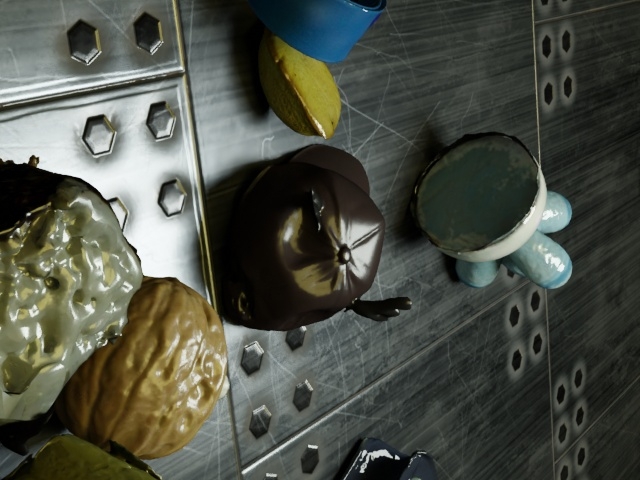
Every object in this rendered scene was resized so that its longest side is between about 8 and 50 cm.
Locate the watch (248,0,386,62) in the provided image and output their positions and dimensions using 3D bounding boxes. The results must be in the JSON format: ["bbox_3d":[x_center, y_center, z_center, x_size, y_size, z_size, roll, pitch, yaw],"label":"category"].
[{"bbox_3d":[-0.003,-0.344,1.303,0.171,0.196,0.200,-60,173,33],"label":"watch"}]

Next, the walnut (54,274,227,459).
[{"bbox_3d":[-0.203,0.137,1.095,0.213,0.213,0.213,-9,102,-51],"label":"walnut"}]

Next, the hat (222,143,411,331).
[{"bbox_3d":[0.031,-0.011,1.363,0.336,0.209,0.238,-44,124,-42],"label":"hat"}]

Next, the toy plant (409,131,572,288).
[{"bbox_3d":[0.331,-0.020,1.743,0.332,0.247,0.247,39,64,-50],"label":"toy plant"}]

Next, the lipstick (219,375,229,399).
[{"bbox_3d":[-0.178,0.180,1.252,0.141,0.040,0.040,19,79,-51],"label":"lipstick"}]

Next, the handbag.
[{"bbox_3d":[0.107,0.530,1.606,0.303,0.122,0.329,-53,134,-34],"label":"handbag"}]

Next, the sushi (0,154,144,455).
[{"bbox_3d":[-0.337,0.074,0.910,0.348,0.207,0.234,-38,135,-37],"label":"sushi"}]

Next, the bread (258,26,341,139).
[{"bbox_3d":[-0.035,-0.228,1.372,0.188,0.065,0.149,59,30,-15],"label":"bread"}]

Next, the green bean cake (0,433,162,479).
[{"bbox_3d":[-0.296,0.368,0.983,0.310,0.202,0.285,-46,154,-38],"label":"green bean cake"}]
